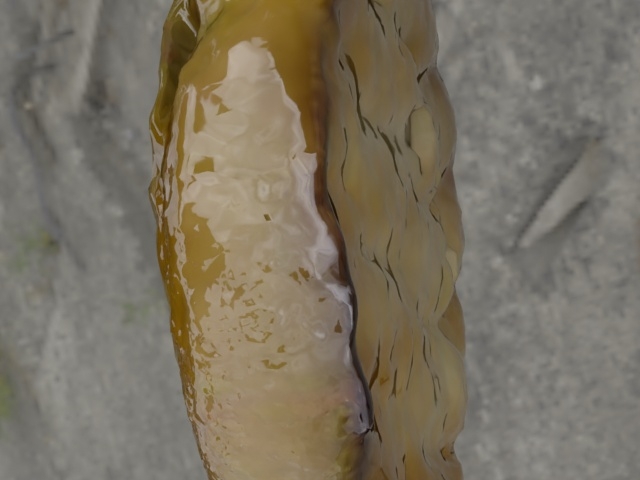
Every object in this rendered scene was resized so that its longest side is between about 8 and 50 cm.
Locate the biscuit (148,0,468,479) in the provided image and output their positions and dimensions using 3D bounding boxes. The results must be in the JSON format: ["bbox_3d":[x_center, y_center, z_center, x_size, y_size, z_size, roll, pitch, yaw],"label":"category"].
[{"bbox_3d":[0.000,0.000,0.700,0.296,0.102,0.296,-4,-90,-76],"label":"biscuit"}]
